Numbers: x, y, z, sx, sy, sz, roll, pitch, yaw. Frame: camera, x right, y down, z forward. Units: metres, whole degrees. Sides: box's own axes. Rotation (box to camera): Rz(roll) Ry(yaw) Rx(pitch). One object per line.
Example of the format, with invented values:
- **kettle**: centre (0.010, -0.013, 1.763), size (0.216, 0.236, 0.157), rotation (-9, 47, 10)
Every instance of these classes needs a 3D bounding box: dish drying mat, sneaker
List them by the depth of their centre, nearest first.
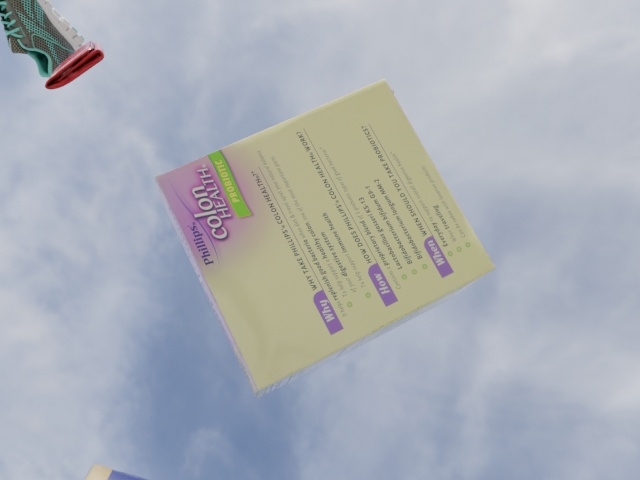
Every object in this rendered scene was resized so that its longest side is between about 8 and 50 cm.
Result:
- **dish drying mat**: centre (-0.125, -0.090, 0.341), size (0.032, 0.083, 0.008), rotation (-39, -63, -4)
- **sneaker**: centre (-0.369, -0.270, 0.834), size (0.065, 0.166, 0.076), rotation (8, -117, 37)

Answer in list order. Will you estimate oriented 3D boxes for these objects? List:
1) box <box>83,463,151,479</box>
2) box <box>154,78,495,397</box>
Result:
- **box**: centre (-0.060, 0.241, 0.438), size (0.225, 0.036, 0.137), rotation (17, -78, -5)
- **box**: centre (0.000, 0.000, 0.651), size (0.242, 0.117, 0.214), rotation (-26, -102, -13)
